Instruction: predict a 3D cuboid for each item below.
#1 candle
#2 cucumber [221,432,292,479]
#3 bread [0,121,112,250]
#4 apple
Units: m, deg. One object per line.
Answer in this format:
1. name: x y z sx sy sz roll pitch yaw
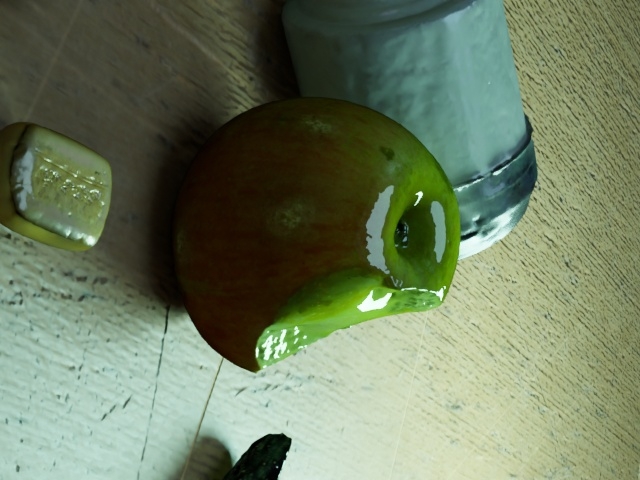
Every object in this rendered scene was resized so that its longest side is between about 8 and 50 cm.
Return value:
1. candle: 0.080 -0.158 1.731 0.221 0.221 0.342 -55 136 -50
2. cucumber: -0.089 0.252 1.589 0.211 0.062 0.078 -66 -179 -49
3. bread: -0.203 -0.038 1.316 0.115 0.056 0.082 21 73 -57
4. apple: 0.000 0.000 1.555 0.246 0.226 0.246 -6 97 -62
